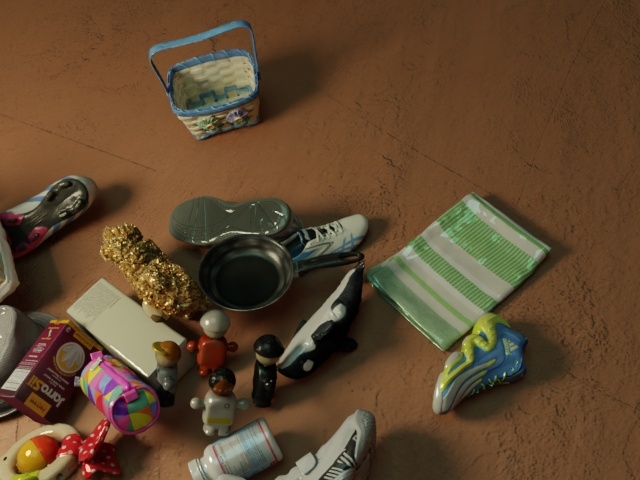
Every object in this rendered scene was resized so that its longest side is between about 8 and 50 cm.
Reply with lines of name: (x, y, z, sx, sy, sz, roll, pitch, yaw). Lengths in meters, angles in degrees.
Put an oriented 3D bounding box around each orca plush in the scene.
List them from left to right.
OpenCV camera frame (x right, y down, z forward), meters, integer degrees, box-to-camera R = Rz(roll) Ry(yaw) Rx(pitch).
orca plush: (0.031, 0.180, 1.561, 0.151, 0.102, 0.287, -31, 20, 48)

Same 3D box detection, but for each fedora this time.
fedora: (-0.679, 0.235, 1.617, 0.244, 0.124, 0.275, 15, 57, 21)

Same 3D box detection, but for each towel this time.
towel: (0.289, 0.051, 1.615, 0.325, 0.038, 0.248, -37, 55, -17)

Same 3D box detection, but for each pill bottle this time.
pill bottle: (-0.156, 0.398, 1.407, 0.160, 0.087, 0.087, -26, 52, -9)

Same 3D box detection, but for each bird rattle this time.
bird rattle: (-0.515, 0.412, 1.452, 0.207, 0.143, 0.253, 20, 55, 44)

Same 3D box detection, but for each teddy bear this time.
teddy bear: (-0.357, 0.076, 1.602, 0.113, 0.245, 0.338, -43, 54, -12)

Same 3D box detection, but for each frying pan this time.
frying pan: (-0.096, 0.044, 1.605, 0.326, 0.053, 0.197, -23, 55, -18)

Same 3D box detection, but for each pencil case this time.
pencil case: (-0.390, 0.290, 1.471, 0.104, 0.104, 0.236, -43, 29, -20)

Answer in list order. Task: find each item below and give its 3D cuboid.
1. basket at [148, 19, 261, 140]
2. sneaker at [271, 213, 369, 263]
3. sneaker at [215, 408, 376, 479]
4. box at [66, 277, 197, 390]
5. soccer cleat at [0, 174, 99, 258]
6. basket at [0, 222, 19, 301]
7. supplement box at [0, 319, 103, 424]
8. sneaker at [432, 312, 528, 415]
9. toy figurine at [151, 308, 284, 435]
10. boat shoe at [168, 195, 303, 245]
basket: (-0.265, -0.403, 1.917, 0.255, 0.289, 0.201, -16, 52, 0)
sneaker: (0.000, 0.000, 1.684, 0.237, 0.086, 0.085, -25, 50, -10)
sneaker: (-0.056, 0.427, 1.331, 0.210, 0.137, 0.366, 21, 63, 22)
box: (-0.394, 0.198, 1.606, 0.275, 0.094, 0.113, 32, 65, 30)
soccer cleat: (-0.678, -0.051, 1.862, 0.331, 0.116, 0.143, -28, 7, 8)
basket: (-0.893, 0.045, 1.663, 0.331, 0.266, 0.328, -41, 54, 9)
supplement box: (-0.547, 0.265, 1.564, 0.081, 0.104, 0.188, -7, 44, 44)
sneaker: (0.308, 0.241, 1.431, 0.126, 0.091, 0.240, 24, 60, 26)
toy figurine: (-0.195, 0.242, 1.451, 0.213, 0.148, 0.209, 25, 28, 28)
boat shoe: (-0.198, -0.036, 1.747, 0.320, 0.103, 0.118, -4, 70, 23)
